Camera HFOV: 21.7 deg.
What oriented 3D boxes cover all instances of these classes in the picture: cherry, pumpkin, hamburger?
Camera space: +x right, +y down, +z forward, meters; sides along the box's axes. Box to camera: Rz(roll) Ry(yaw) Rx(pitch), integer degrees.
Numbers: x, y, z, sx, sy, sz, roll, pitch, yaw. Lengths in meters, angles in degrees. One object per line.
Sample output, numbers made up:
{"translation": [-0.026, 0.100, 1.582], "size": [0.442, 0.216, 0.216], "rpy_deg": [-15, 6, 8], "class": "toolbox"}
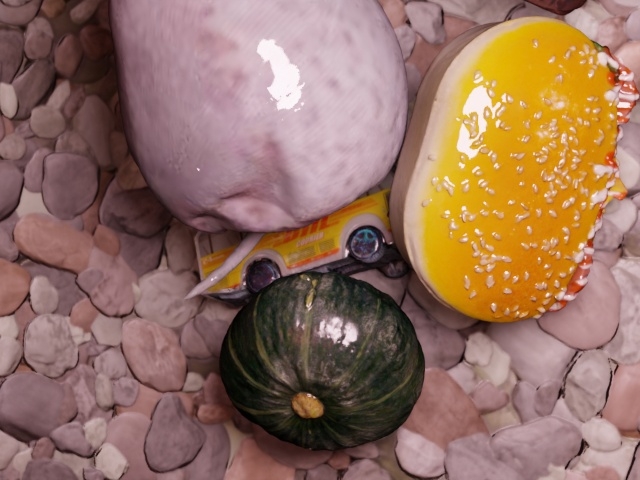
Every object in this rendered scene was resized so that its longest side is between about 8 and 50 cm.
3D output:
{"translation": [-0.065, -0.162, 1.645], "size": [0.291, 0.335, 0.326], "rpy_deg": [-24, 45, -18], "class": "cherry"}
{"translation": [0.001, 0.121, 1.704], "size": [0.212, 0.152, 0.211], "rpy_deg": [4, 125, 6], "class": "pumpkin"}
{"translation": [0.186, -0.070, 1.611], "size": [0.151, 0.227, 0.295], "rpy_deg": [29, 106, 54], "class": "hamburger"}

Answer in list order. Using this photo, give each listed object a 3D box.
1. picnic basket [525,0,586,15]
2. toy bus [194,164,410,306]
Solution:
{"translation": [0.171, -0.329, 1.600], "size": [0.297, 0.222, 0.129], "rpy_deg": [22, 121, -15], "class": "picnic basket"}
{"translation": [0.000, 0.000, 1.761], "size": [0.268, 0.092, 0.106], "rpy_deg": [-18, 73, 21], "class": "toy bus"}
